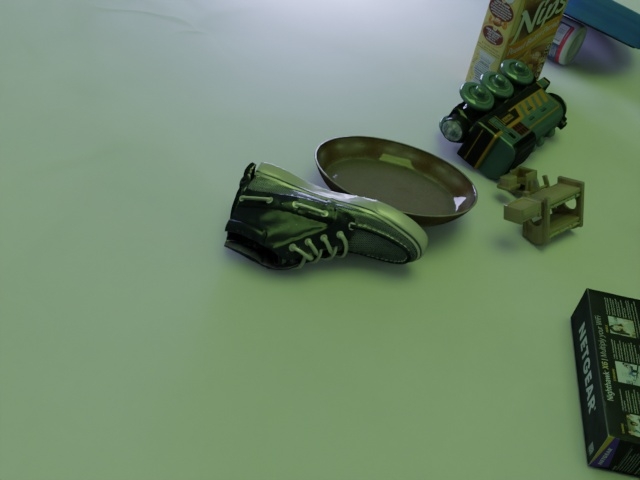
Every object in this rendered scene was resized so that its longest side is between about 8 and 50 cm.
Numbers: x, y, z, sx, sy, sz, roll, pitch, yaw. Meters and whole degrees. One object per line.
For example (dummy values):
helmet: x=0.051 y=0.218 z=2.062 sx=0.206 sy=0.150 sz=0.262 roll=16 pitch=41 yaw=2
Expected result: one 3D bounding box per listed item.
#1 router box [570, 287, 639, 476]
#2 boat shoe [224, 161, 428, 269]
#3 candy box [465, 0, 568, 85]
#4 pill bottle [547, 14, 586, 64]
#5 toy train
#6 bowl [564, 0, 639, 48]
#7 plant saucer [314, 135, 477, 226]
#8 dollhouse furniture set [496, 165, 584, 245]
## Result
router box: x=0.532 y=0.230 z=1.343 sx=0.242 sy=0.081 sz=0.309 roll=13 pitch=42 yaw=-1
boat shoe: x=0.000 y=0.000 z=1.442 sx=0.340 sy=0.127 sz=0.158 roll=20 pitch=57 yaw=9
candy box: x=0.454 y=-0.492 z=1.929 sx=0.182 sy=0.317 sz=0.087 roll=-23 pitch=53 yaw=-33
pill bottle: x=0.561 y=-0.526 z=2.150 sx=0.180 sy=0.108 sz=0.108 roll=35 pitch=46 yaw=22
toy train: x=0.391 y=-0.257 z=1.805 sx=0.190 sy=0.142 sz=0.334 roll=44 pitch=47 yaw=14
bowl: x=0.661 y=-0.595 z=2.173 sx=0.391 sy=0.077 sz=0.391 roll=23 pitch=20 yaw=-9
plant saucer: x=0.136 y=-0.106 z=1.588 sx=0.310 sy=0.050 sz=0.311 roll=11 pitch=29 yaw=-6
dollhouse furniture set: x=0.379 y=-0.056 z=1.632 sx=0.181 sy=0.101 sz=0.161 roll=-21 pitch=28 yaw=-32
